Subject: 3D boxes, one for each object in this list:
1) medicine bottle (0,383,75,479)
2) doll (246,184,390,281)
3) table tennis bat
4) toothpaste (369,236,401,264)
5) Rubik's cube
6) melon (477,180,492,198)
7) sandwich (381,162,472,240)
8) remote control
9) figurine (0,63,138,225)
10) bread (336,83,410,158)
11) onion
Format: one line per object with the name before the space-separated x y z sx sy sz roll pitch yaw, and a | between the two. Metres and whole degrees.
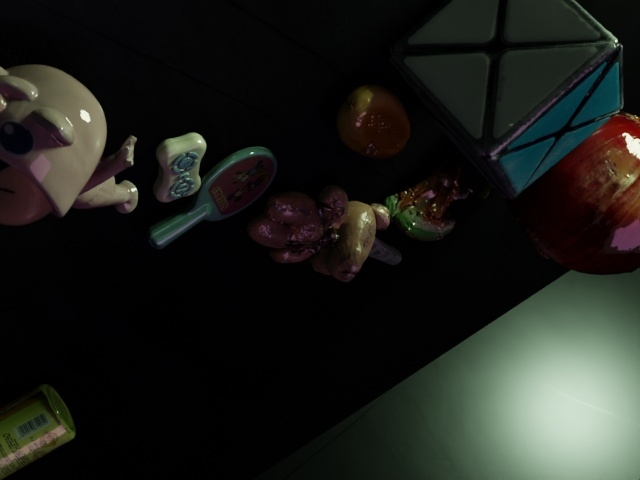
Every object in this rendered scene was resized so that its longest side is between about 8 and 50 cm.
medicine bottle | -0.583 0.370 1.372 0.238 0.124 0.124 -28 155 -14
doll | 0.000 0.000 1.403 0.201 0.156 0.303 -45 150 24
table tennis bat | -0.172 -0.066 1.198 0.244 0.040 0.153 -35 157 -11
toothpaste | 0.142 0.025 1.771 0.064 0.041 0.218 -37 153 18
Rubik's cube | 0.303 -0.252 1.191 0.260 0.255 0.259 -40 155 13
melon | 0.488 -0.193 1.827 0.261 0.053 0.114 -37 176 13
sandwich | 0.239 -0.083 1.607 0.184 0.109 0.160 -4 144 -50
remote control | -0.205 -0.104 1.083 0.074 0.032 0.122 -22 154 -27
figurine | -0.312 -0.076 0.843 0.186 0.176 0.287 -55 176 -16
bread | 0.084 -0.197 1.235 0.114 0.077 0.189 -59 152 4
onion | 0.522 -0.087 1.386 0.341 0.341 0.341 -28 155 -14
